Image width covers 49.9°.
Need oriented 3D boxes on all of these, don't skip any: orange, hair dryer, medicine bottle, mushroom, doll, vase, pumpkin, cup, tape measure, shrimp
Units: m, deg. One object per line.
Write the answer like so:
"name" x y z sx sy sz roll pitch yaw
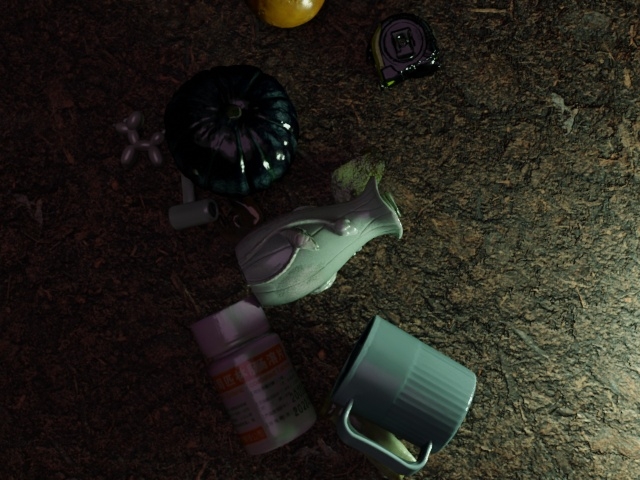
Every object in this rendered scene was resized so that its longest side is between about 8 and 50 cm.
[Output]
"orange" -0.096 -0.697 1.857 0.240 0.240 0.239 0 90 6
"hair dryer" -0.366 -0.155 1.963 0.131 0.073 0.236 -12 75 21
"medicine bottle" -0.182 0.359 1.867 0.219 0.219 0.388 -25 87 5
"mushroom" 0.127 0.536 1.909 0.312 0.081 0.100 42 97 0
"doll" -0.522 -0.292 1.983 0.161 0.059 0.160 2 90 6
"vase" 0.000 0.000 1.846 0.446 0.250 0.249 -27 87 3
"pumpkin" -0.233 -0.295 1.844 0.364 0.266 0.363 1 74 -2
"cup" 0.211 0.391 1.780 0.311 0.331 0.256 29 112 2
"tape measure" 0.221 -0.527 1.889 0.199 0.112 0.186 -18 86 4
"shrimp" -0.264 -0.098 1.963 0.143 0.052 0.251 -39 79 17

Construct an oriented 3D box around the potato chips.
"potato chips" 0.097 -0.174 1.941 0.142 0.026 0.209 16 93 2
